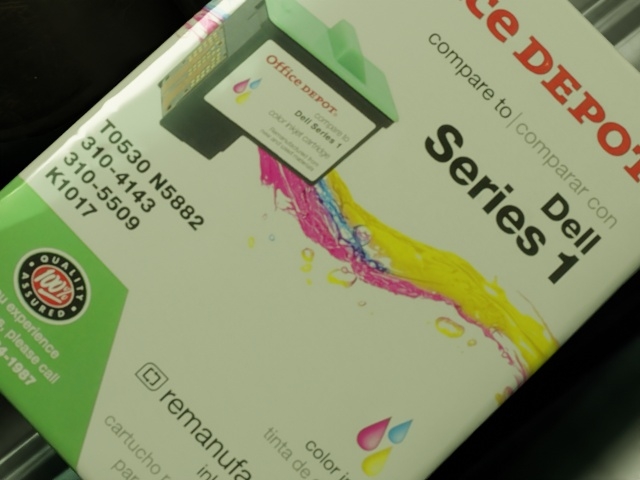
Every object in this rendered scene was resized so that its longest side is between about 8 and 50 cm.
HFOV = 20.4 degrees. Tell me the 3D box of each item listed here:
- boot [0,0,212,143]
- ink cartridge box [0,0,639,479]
[{"bbox_3d":[-0.124,-0.188,0.958,0.264,0.096,0.280,-25,34,19],"label":"boot"},{"bbox_3d":[0.000,0.000,0.751,0.278,0.117,0.201,-43,87,-8],"label":"ink cartridge box"}]
